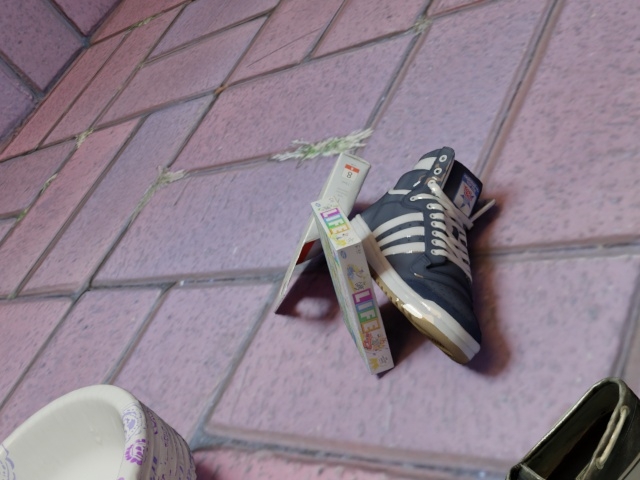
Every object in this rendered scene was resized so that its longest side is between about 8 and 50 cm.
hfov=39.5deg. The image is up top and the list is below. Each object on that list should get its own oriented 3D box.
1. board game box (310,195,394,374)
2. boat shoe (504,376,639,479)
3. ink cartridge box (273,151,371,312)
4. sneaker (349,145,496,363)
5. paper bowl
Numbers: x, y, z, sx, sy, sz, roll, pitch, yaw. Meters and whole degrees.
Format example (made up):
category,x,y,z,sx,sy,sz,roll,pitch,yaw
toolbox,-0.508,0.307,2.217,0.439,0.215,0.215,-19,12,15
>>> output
category,x,y,z,sx,sy,sz,roll,pitch,yaw
board game box,0.032,0.045,0.898,0.026,0.154,0.103,-19,31,-5
boat shoe,0.157,0.192,0.644,0.219,0.070,0.078,-48,29,-12
ink cartridge box,0.000,0.000,1.047,0.145,0.045,0.179,122,168,-75
sneaker,0.124,0.002,0.901,0.153,0.099,0.282,-42,27,4
paper bowl,-0.242,0.298,0.891,0.284,0.148,0.284,-30,32,21
